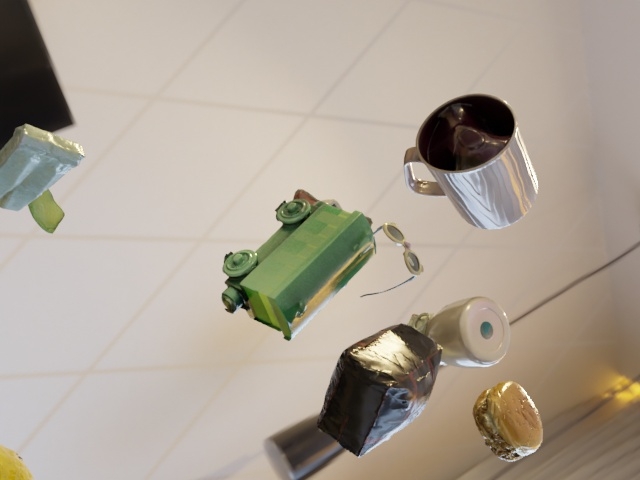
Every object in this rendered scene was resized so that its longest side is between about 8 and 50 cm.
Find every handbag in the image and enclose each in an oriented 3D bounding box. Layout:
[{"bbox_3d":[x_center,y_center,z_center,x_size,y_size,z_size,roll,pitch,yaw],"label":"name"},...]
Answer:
[{"bbox_3d":[0.101,0.253,1.544,0.155,0.215,0.169,36,-63,21],"label":"handbag"}]

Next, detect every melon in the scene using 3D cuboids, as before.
[{"bbox_3d":[-0.633,-0.133,2.130,0.118,0.210,0.064,29,-4,-33],"label":"melon"}]

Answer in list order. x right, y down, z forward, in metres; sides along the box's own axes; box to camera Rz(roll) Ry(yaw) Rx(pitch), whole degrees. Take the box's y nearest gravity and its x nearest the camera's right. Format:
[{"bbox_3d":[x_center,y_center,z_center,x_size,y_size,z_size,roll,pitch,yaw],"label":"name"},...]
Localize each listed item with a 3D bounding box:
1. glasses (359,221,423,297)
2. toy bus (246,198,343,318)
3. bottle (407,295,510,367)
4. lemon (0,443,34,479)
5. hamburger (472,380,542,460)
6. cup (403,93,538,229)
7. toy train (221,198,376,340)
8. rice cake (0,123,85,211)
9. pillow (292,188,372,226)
[{"bbox_3d":[0.176,0.070,2.725,0.190,0.220,0.088,58,10,9],"label":"glasses"},{"bbox_3d":[-0.054,0.041,2.106,0.097,0.342,0.138,-7,-62,47],"label":"toy bus"},{"bbox_3d":[0.281,0.208,1.969,0.236,0.147,0.148,-20,-84,54],"label":"bottle"},{"bbox_3d":[-0.654,0.495,1.520,0.349,0.387,0.350,-4,-95,49],"label":"lemon"},{"bbox_3d":[0.352,0.337,1.692,0.083,0.147,0.138,-31,-92,33],"label":"hamburger"},{"bbox_3d":[0.334,-0.159,2.054,0.273,0.288,0.208,48,17,-51],"label":"cup"},{"bbox_3d":[-0.048,0.042,1.730,0.202,0.301,0.120,21,-36,40],"label":"toy train"},{"bbox_3d":[-0.397,-0.092,1.212,0.226,0.085,0.040,-25,-128,48],"label":"rice cake"},{"bbox_3d":[0.000,0.000,1.926,0.179,0.171,0.075,22,9,1],"label":"pillow"}]
